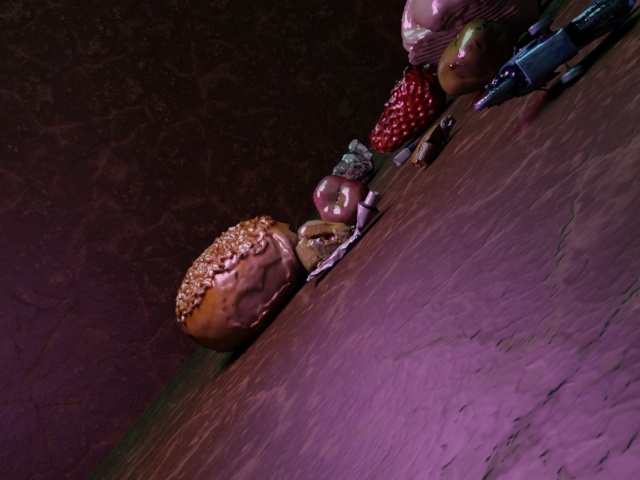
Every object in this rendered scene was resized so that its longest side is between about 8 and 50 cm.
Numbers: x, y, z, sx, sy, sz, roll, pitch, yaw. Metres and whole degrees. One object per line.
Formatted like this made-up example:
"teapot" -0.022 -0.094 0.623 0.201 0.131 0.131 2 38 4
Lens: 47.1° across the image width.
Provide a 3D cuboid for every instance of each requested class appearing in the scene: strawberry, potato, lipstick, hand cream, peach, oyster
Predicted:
"strawberry" 0.282 -0.395 2.232 0.280 0.150 0.253 -51 -15 -16
"potato" 0.361 -0.430 1.729 0.200 0.154 0.137 122 145 -57
"lipstick" 0.249 -0.252 2.047 0.107 0.025 0.025 -42 3 -13
"hand cream" 0.054 -0.003 1.638 0.257 0.050 0.084 -53 2 13
"peach" 0.059 -0.103 1.891 0.152 0.152 0.152 -47 5 5
"oyster" 0.088 -0.208 2.498 0.162 0.158 0.351 -2 48 33

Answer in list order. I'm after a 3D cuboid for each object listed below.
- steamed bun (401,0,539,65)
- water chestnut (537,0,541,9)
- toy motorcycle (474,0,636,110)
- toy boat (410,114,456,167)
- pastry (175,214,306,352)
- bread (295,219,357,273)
"steamed bun" 0.362 -0.583 1.832 0.324 0.219 0.310 -1 -24 -29
"water chestnut" 0.527 -0.680 2.089 0.224 0.223 0.238 -58 -27 -66
"toy motorcycle" 0.335 -0.271 1.062 0.254 0.092 0.135 -35 1 27
"toy boat" 0.251 -0.216 1.610 0.149 0.047 0.049 -52 20 -21
"pastry" -0.213 0.106 1.942 0.409 0.245 0.409 -46 6 7
"bread" 0.002 -0.005 1.768 0.156 0.110 0.103 -48 -1 -16
